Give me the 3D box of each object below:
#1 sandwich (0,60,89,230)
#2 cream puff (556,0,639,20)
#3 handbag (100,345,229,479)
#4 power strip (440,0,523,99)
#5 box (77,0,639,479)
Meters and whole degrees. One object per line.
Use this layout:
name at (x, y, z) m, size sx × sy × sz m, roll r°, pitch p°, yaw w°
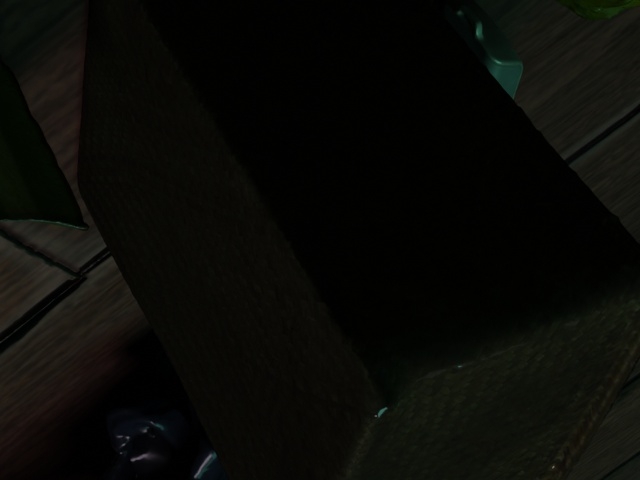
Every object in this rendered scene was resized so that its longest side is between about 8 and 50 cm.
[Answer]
sandwich at (-0.165, -0.024, 0.573) m, size 0.074 × 0.116 × 0.074 m, roll 8°, pitch 131°, yaw -48°
cream puff at (0.153, -0.184, 0.619) m, size 0.156 × 0.156 × 0.121 m, roll -10°, pitch 161°, yaw -33°
handbag at (-0.067, 0.241, 0.923) m, size 0.303 × 0.122 × 0.329 m, roll -64°, pitch 148°, yaw -11°
power strip at (0.077, -0.051, 0.816) m, size 0.027 × 0.060 × 0.253 m, roll -19°, pitch 148°, yaw -22°
box at (0.002, -0.001, 0.606) m, size 0.143 × 0.273 × 0.184 m, roll -17°, pitch 147°, yaw -25°
